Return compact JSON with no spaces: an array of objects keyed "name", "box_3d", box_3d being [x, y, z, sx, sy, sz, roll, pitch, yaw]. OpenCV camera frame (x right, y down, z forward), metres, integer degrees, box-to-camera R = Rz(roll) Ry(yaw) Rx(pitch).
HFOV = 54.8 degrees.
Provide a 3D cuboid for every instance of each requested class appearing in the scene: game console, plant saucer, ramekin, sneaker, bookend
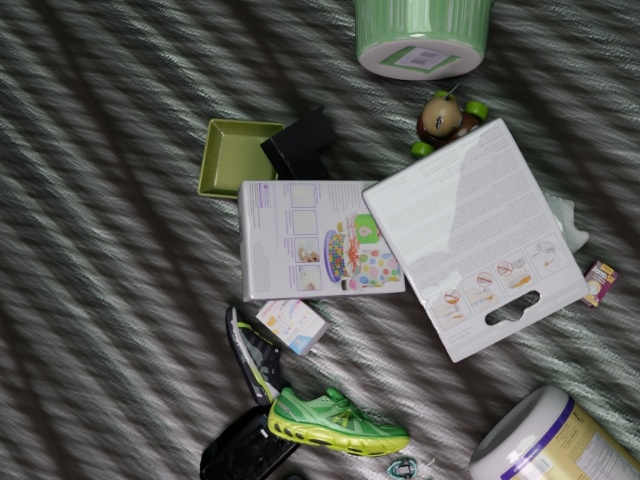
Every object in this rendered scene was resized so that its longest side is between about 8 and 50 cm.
[{"name":"game console","box_3d":[-0.090,0.533,1.279,0.213,0.044,0.361,-43,68,1]},{"name":"plant saucer","box_3d":[-0.180,-0.183,1.447,0.188,0.045,0.189,6,80,11]},{"name":"ramekin","box_3d":[0.212,-0.448,1.303,0.303,0.303,0.148,2,87,11]},{"name":"sneaker","box_3d":[-0.134,0.247,1.355,0.097,0.084,0.235,-21,76,-19]},{"name":"sneaker","box_3d":[0.467,-0.065,1.297,0.115,0.090,0.232,-35,83,-6]},{"name":"sneaker","box_3d":[0.044,0.365,1.265,0.295,0.109,0.124,13,59,0]},{"name":"bookend","box_3d":[-0.026,-0.196,1.398,0.157,0.072,0.156,-37,101,-23]}]

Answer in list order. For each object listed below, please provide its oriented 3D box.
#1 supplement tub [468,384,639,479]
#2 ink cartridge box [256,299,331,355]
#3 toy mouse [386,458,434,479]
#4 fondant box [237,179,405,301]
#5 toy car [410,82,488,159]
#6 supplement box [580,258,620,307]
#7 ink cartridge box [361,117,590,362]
[{"name":"supplement tub","box_3d":[0.461,0.455,1.111,0.241,0.241,0.331,-45,76,0]},{"name":"ink cartridge box","box_3d":[-0.064,0.167,1.336,0.143,0.090,0.092,39,88,14]},{"name":"toy mouse","box_3d":[0.188,0.498,1.259,0.161,0.031,0.143,36,88,14]},{"name":"fondant box","box_3d":[0.000,0.000,1.286,0.330,0.096,0.239,-1,80,-16]},{"name":"toy car","box_3d":[0.273,-0.253,1.304,0.148,0.188,0.155,21,84,13]},{"name":"supplement box","box_3d":[0.561,0.089,1.263,0.055,0.043,0.083,37,87,16]},{"name":"ink cartridge box","box_3d":[0.303,-0.001,1.229,0.308,0.091,0.385,-28,92,3]}]
